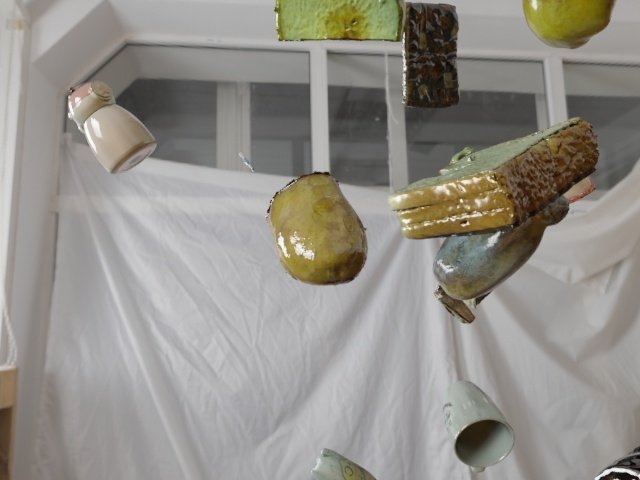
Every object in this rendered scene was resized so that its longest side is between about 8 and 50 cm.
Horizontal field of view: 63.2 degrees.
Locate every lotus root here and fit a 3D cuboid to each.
[{"bbox_3d":[0.360,0.001,1.085,0.140,0.158,0.322,26,-48,-15],"label":"lotus root"}]

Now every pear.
[{"bbox_3d":[0.059,-0.516,1.133,0.292,0.159,0.292,0,20,0],"label":"pear"},{"bbox_3d":[0.541,-0.525,1.136,0.200,0.200,0.200,-1,-9,0],"label":"pear"}]

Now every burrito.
[{"bbox_3d":[0.422,0.203,1.647,0.188,0.058,0.045,44,-11,-24],"label":"burrito"}]

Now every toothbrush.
[{"bbox_3d":[-0.218,-0.232,1.537,0.014,0.017,0.162,-28,32,-8],"label":"toothbrush"}]

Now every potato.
[{"bbox_3d":[0.000,0.000,1.180,0.229,0.266,0.229,-9,-44,-9],"label":"potato"}]

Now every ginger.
[{"bbox_3d":[0.422,-0.208,1.582,0.137,0.089,0.290,-47,0,39],"label":"ginger"}]

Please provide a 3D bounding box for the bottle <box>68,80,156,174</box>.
[{"bbox_3d":[-0.553,-0.302,1.347,0.147,0.236,0.147,-37,6,5],"label":"bottle"}]

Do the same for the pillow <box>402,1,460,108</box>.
[{"bbox_3d":[0.280,-0.463,1.311,0.189,0.255,0.034,-12,14,-31],"label":"pillow"}]

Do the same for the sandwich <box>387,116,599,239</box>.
[{"bbox_3d":[0.271,-0.092,0.841,0.273,0.095,0.249,-28,10,-33],"label":"sandwich"}]

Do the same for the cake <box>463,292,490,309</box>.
[{"bbox_3d":[0.591,0.079,1.913,0.158,0.283,0.172,33,-22,46],"label":"cake"}]

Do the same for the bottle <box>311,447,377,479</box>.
[{"bbox_3d":[0.108,0.602,1.263,0.270,0.083,0.083,27,-6,7],"label":"bottle"}]

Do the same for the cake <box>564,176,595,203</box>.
[{"bbox_3d":[0.908,-0.274,1.866,0.158,0.262,0.160,39,-16,-16],"label":"cake"}]

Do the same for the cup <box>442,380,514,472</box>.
[{"bbox_3d":[0.487,0.604,1.674,0.186,0.258,0.234,-6,18,-1],"label":"cup"}]

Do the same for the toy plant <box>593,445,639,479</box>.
[{"bbox_3d":[0.456,0.332,0.608,0.235,0.175,0.218,8,27,-18],"label":"toy plant"}]
